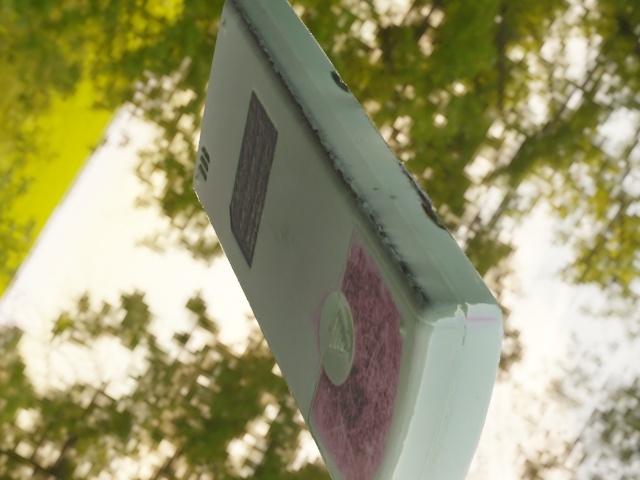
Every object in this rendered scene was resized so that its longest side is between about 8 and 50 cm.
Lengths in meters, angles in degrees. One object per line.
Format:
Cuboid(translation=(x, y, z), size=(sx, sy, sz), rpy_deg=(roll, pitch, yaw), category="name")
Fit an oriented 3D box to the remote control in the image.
Cuboid(translation=(0.001, 0.000, 0.811), size=(0.344, 0.050, 0.145), rpy_deg=(-119, -145, -50), category="remote control")
